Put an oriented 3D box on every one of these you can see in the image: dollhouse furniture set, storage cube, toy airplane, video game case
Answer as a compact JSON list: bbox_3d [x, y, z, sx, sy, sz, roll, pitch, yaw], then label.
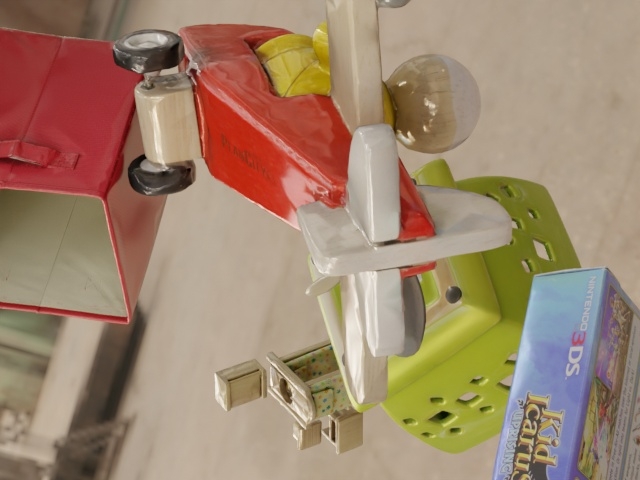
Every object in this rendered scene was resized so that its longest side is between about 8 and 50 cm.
[{"bbox_3d":[-0.021,0.220,1.898,0.101,0.182,0.161,40,140,47],"label":"dollhouse furniture set"},{"bbox_3d":[-0.252,-0.061,1.457,0.215,0.183,0.193,87,-168,-52],"label":"storage cube"},{"bbox_3d":[0.033,-0.082,1.280,0.384,0.272,0.386,64,151,9],"label":"toy airplane"},{"bbox_3d":[0.194,0.194,1.035,0.061,0.244,0.270,-6,54,35],"label":"video game case"}]

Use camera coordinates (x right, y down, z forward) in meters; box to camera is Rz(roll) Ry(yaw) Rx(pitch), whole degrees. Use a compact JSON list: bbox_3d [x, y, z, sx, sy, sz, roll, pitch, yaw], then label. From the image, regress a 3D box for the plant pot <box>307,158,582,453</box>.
[{"bbox_3d":[0.127,0.062,1.610,0.228,0.207,0.227,-37,53,29],"label":"plant pot"}]
